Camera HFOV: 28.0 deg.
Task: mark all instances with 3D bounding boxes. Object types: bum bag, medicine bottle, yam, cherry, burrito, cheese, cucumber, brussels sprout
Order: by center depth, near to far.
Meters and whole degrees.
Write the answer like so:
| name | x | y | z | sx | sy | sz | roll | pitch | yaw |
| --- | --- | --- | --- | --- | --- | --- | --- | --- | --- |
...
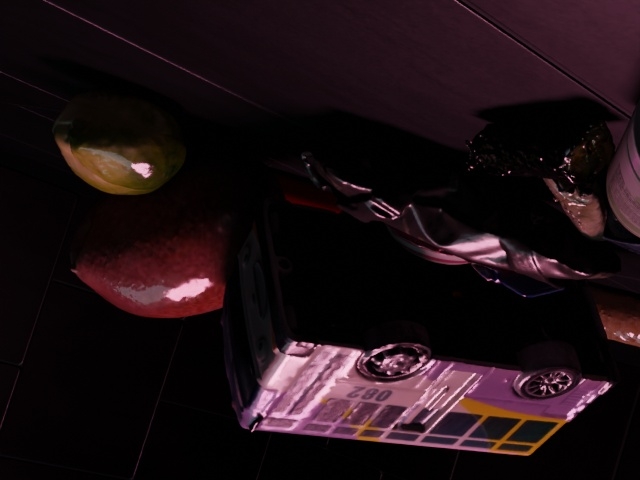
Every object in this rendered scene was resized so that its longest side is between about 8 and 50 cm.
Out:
| name | x | y | z | sx | sy | sz | roll | pitch | yaw |
| --- | --- | --- | --- | --- | --- | --- | --- | --- | --- |
| medicine bottle | 0.228 | -0.050 | 0.798 | 0.086 | 0.086 | 0.183 | 17 | 174 | 10 |
| cucumber | 0.165 | -0.073 | 0.993 | 0.053 | 0.053 | 0.181 | 20 | 177 | -24 |
| burrito | 0.236 | -0.035 | 1.159 | 0.051 | 0.042 | 0.171 | 48 | -178 | 23 |
| bum bag | 0.138 | -0.032 | 1.280 | 0.340 | 0.095 | 0.144 | 22 | -175 | 7 |
| cheese | 0.156 | -0.001 | 1.390 | 0.155 | 0.062 | 0.244 | -11 | -145 | -42 |
| brussels sprout | -0.231 | -0.117 | 1.497 | 0.155 | 0.117 | 0.155 | 23 | 156 | 11 |
| cherry | -0.175 | -0.015 | 1.643 | 0.307 | 0.221 | 0.261 | -30 | -158 | -24 |
| yam | 0.542 | 0.138 | 1.856 | 0.357 | 0.081 | 0.081 | 13 | 174 | 32 |

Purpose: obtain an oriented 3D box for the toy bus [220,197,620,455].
| name | x | y | z | sx | sy | sz | roll | pitch | yaw |
| --- | --- | --- | --- | --- | --- | --- | --- | --- | --- |
| toy bus | 0.098 | 0.114 | 1.527 | 0.440 | 0.209 | 0.249 | 9 | 139 | -26 |

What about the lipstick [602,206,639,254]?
| name | x | y | z | sx | sy | sz | roll | pitch | yaw |
| --- | --- | --- | --- | --- | --- | --- | --- | --- | --- |
| lipstick | 0.382 | 0.016 | 1.227 | 0.312 | 0.051 | 0.051 | 19 | 173 | -41 |

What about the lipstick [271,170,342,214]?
| name | x | y | z | sx | sy | sz | roll | pitch | yaw |
| --- | --- | --- | --- | --- | --- | --- | --- | --- | --- |
| lipstick | -0.077 | -0.065 | 1.797 | 0.280 | 0.073 | 0.073 | 18 | 175 | 7 |
